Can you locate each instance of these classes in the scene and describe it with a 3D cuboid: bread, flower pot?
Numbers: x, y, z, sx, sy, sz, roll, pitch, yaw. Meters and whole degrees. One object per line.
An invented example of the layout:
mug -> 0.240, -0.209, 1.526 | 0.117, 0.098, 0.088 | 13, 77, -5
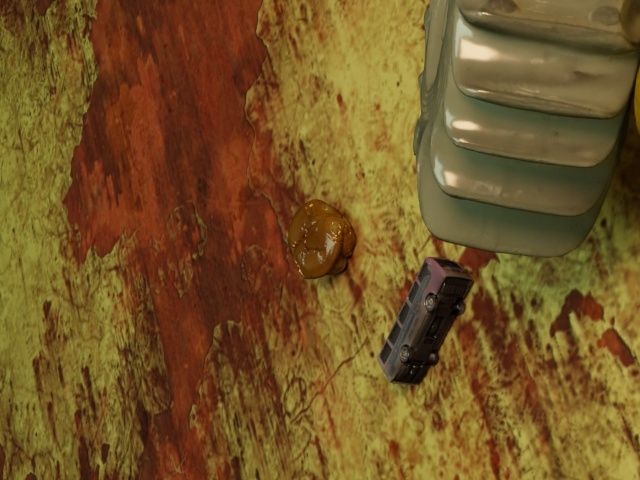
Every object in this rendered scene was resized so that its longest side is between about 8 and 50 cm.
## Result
bread -> 0.000, 0.000, 1.683 | 0.081, 0.046, 0.083 | -30, 60, 47
flower pot -> 0.167, -0.188, 1.292 | 0.254, 0.164, 0.367 | 95, -179, -53

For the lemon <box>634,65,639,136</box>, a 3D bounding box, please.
lemon -> 0.304, -0.095, 1.121 | 0.178, 0.203, 0.178 | 22, 118, 48

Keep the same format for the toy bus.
toy bus -> 0.097, 0.075, 1.540 | 0.131, 0.037, 0.052 | -66, 33, 26
